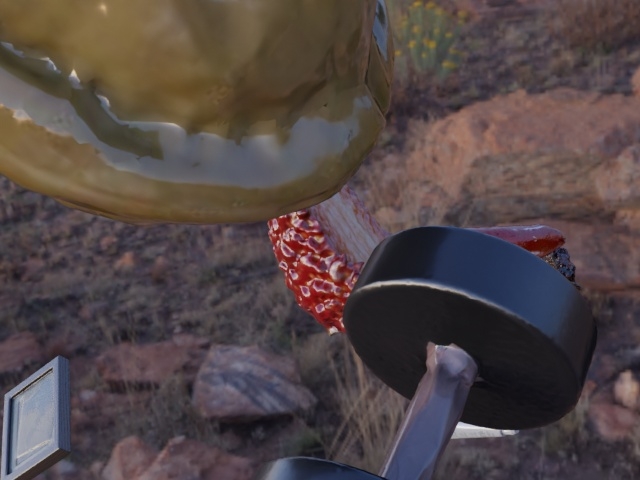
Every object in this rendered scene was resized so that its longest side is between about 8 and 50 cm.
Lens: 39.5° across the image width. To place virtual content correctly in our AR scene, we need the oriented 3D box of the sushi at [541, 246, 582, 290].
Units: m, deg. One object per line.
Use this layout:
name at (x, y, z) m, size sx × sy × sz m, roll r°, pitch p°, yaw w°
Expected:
sushi at (0.343, 0.035, 1.290) m, size 0.047 × 0.099 × 0.050 m, roll -23°, pitch 12°, yaw 30°

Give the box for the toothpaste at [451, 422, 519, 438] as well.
toothpaste at (0.290, 0.361, 1.704) m, size 0.190 × 0.048 × 0.031 m, roll -12°, pitch 26°, yaw 40°

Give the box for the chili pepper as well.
chili pepper at (0.250, 0.006, 1.159) m, size 0.169 × 0.064 × 0.088 m, roll -6°, pitch 10°, yaw -22°

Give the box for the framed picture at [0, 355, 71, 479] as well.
framed picture at (-0.425, 0.272, 1.331) m, size 0.128 × 0.023 × 0.168 m, roll -34°, pitch 44°, yaw 18°

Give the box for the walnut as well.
walnut at (-0.142, -0.181, 0.597) m, size 0.384 × 0.383 × 0.383 m, roll -7°, pitch 24°, yaw 3°

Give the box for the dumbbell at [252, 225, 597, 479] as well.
dumbbell at (0.056, 0.114, 0.507) m, size 0.153 × 0.152 × 0.218 m, roll 7°, pitch 51°, yaw 31°

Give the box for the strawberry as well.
strawberry at (0.000, 0.000, 1.162) m, size 0.138 × 0.306 × 0.233 m, roll -39°, pitch -7°, yaw 17°
